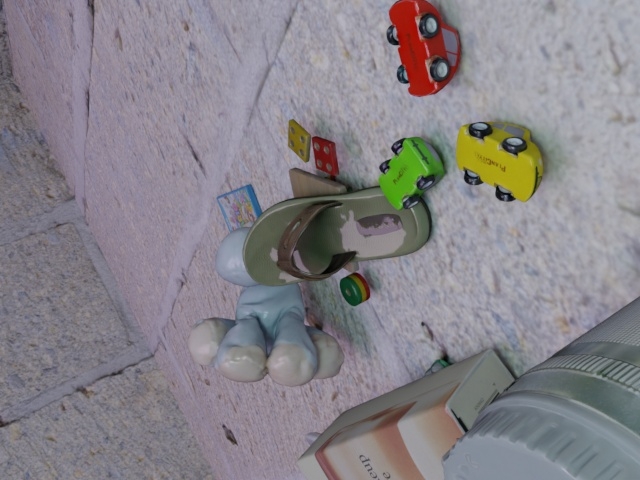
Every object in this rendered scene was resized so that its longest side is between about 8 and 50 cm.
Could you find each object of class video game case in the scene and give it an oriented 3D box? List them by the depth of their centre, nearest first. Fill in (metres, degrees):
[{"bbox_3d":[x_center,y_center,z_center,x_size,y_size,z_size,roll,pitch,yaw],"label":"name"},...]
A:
[{"bbox_3d":[-0.151,-0.042,1.319,0.166,0.015,0.119,-8,105,63],"label":"video game case"}]

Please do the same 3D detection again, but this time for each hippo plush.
[{"bbox_3d":[-0.061,0.087,1.098,0.235,0.294,0.236,12,99,28],"label":"hippo plush"}]

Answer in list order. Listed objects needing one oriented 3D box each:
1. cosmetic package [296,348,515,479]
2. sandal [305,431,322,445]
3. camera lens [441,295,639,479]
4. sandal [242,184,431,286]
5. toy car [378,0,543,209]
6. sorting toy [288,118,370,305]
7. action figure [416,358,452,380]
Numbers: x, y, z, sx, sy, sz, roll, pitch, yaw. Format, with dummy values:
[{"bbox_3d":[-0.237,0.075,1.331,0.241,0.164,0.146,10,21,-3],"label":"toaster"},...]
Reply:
[{"bbox_3d":[0.124,0.271,0.846,0.153,0.129,0.296,54,135,3],"label":"cosmetic package"},{"bbox_3d":[0.064,0.365,1.185,0.265,0.076,0.102,0,128,58],"label":"sandal"},{"bbox_3d":[0.252,0.154,0.461,0.219,0.274,0.219,41,144,39],"label":"camera lens"},{"bbox_3d":[0.000,-0.002,0.891,0.303,0.086,0.120,-17,107,39],"label":"sandal"},{"bbox_3d":[0.126,-0.110,0.722,0.239,0.053,0.225,59,153,15],"label":"toy car"},{"bbox_3d":[0.016,-0.045,0.979,0.132,0.046,0.274,26,134,52],"label":"sorting toy"},{"bbox_3d":[0.158,0.237,0.945,0.137,0.064,0.232,54,148,29],"label":"action figure"}]
